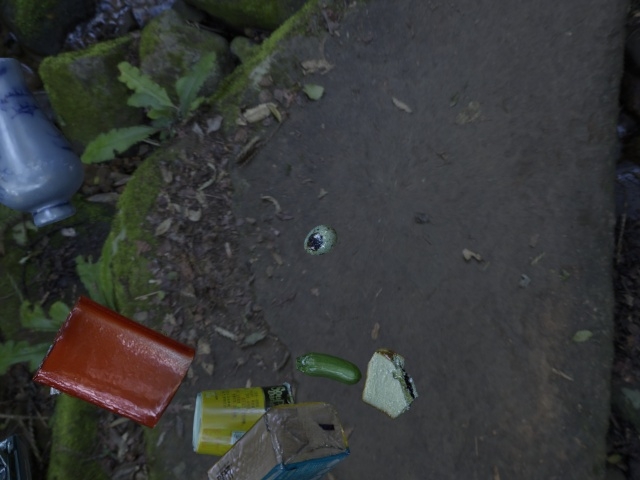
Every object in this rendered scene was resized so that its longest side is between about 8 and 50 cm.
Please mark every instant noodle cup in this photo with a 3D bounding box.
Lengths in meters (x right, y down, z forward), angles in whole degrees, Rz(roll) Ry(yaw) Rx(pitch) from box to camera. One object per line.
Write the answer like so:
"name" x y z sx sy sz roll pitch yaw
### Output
"instant noodle cup" -0.197 0.463 1.481 0.236 0.215 0.216 6 96 -17

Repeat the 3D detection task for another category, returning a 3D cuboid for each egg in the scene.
"egg" 0.000 0.000 1.751 0.110 0.085 0.085 -29 91 -16

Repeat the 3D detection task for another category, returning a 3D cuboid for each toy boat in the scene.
"toy boat" -0.500 0.413 0.903 0.092 0.246 0.103 -28 135 -9

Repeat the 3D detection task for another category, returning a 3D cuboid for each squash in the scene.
"squash" 0.027 0.390 1.784 0.219 0.068 0.077 15 92 -18

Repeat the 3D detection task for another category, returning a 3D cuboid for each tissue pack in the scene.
"tissue pack" -0.092 0.458 1.216 0.271 0.192 0.134 -50 51 32

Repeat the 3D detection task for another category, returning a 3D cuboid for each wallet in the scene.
"wallet" -0.317 0.192 0.913 0.204 0.045 0.142 31 80 -22

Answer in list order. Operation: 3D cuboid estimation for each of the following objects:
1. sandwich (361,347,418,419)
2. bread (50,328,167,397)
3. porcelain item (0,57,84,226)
"sandwich" 0.115 0.232 0.953 0.093 0.035 0.105 14 102 40
"bread" -0.391 0.239 1.131 0.136 0.241 0.107 -24 75 13
"porcelain item" -0.473 -0.151 0.931 0.141 0.141 0.259 -19 101 8
